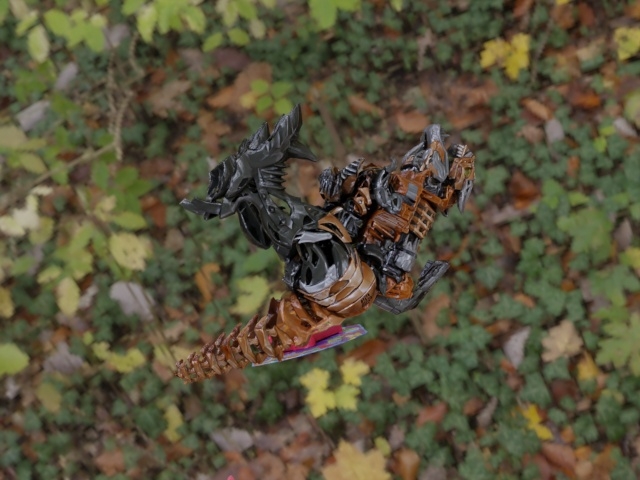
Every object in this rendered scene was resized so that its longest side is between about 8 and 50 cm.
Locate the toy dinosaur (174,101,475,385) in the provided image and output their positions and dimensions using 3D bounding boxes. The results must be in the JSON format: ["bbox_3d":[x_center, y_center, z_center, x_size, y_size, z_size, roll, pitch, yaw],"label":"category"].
[{"bbox_3d":[0.000,0.000,1.000,0.322,0.218,0.164,-48,12,-34],"label":"toy dinosaur"}]

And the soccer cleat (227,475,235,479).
[{"bbox_3d":[-0.256,0.403,1.591,0.318,0.108,0.116,-1,45,-18],"label":"soccer cleat"}]

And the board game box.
[{"bbox_3d":[-0.018,0.104,1.273,0.133,0.033,0.169,-16,2,-2],"label":"board game box"}]
